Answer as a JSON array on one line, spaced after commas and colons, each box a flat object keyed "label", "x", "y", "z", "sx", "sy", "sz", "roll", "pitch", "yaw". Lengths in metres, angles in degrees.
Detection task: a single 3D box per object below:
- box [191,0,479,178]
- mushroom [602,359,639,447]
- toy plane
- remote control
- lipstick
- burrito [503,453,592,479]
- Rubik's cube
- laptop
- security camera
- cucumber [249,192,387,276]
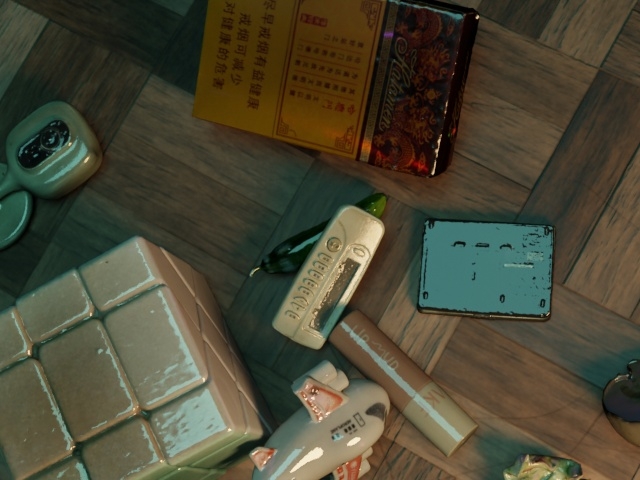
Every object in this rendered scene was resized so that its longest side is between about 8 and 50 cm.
[{"label": "box", "x": 0.021, "y": -0.271, "z": 1.855, "sx": 0.415, "sy": 0.116, "sz": 0.264, "roll": 14, "pitch": 106, "yaw": 15}, {"label": "mushroom", "x": 0.502, "y": 0.239, "z": 1.695, "sx": 0.188, "sy": 0.141, "sz": 0.117, "roll": -15, "pitch": 109, "yaw": 13}, {"label": "toy plane", "x": 0.002, "y": 0.292, "z": 1.723, "sx": 0.118, "sy": 0.252, "sz": 0.252, "roll": 26, "pitch": 83, "yaw": 47}, {"label": "remote control", "x": 0.013, "y": 0.053, "z": 1.841, "sx": 0.090, "sy": 0.049, "sz": 0.230, "roll": 28, "pitch": 98, "yaw": -14}, {"label": "lipstick", "x": 0.124, "y": 0.214, "z": 1.798, "sx": 0.070, "sy": 0.070, "sz": 0.254, "roll": -46, "pitch": 73, "yaw": -1}, {"label": "burrito", "x": 0.325, "y": 0.424, "z": 1.705, "sx": 0.143, "sy": 0.089, "sz": 0.229, "roll": 4, "pitch": 79, "yaw": -2}, {"label": "Rubik's cube", "x": -0.285, "y": 0.222, "z": 1.751, "sx": 0.315, "sy": 0.322, "sz": 0.319, "roll": -29, "pitch": 75, "yaw": 5}, {"label": "laptop", "x": 0.254, "y": 0.045, "z": 1.832, "sx": 0.207, "sy": 0.026, "sz": 0.154, "roll": 4, "pitch": 78, "yaw": 12}, {"label": "security camera", "x": -0.507, "y": -0.105, "z": 1.999, "sx": 0.301, "sy": 0.080, "sz": 0.157, "roll": -38, "pitch": 74, "yaw": 5}, {"label": "cucumber", "x": 0.000, "y": 0.000, "z": 1.882, "sx": 0.250, "sy": 0.056, "sz": 0.056, "roll": -28, "pitch": 74, "yaw": 4}]
